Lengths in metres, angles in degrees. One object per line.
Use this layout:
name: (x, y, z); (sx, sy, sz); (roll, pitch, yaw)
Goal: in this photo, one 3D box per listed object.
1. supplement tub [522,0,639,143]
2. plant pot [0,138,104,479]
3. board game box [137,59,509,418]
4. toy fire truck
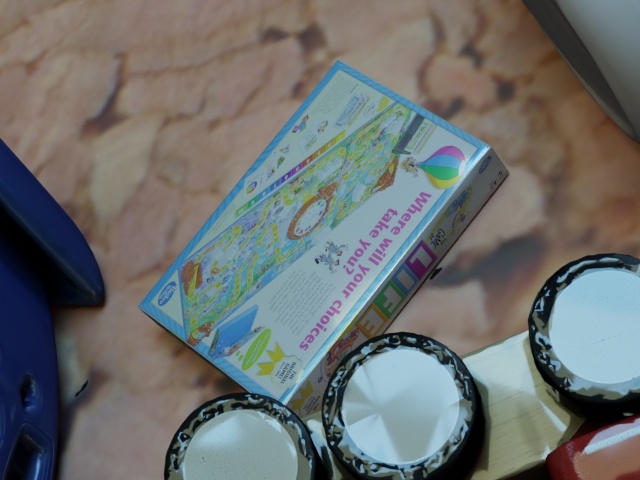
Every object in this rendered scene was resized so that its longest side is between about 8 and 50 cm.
supplement tub: (0.196, -0.180, 0.734); (0.272, 0.191, 0.191); (-36, 52, 5)
plant pot: (-0.249, 0.033, 0.829); (0.236, 0.236, 0.212); (2, 59, 28)
board game box: (0.000, 0.000, 0.839); (0.103, 0.026, 0.154); (34, 82, 37)
toy fire truck: (0.073, 0.150, 0.637); (0.217, 0.158, 0.246); (-21, 68, 3)
